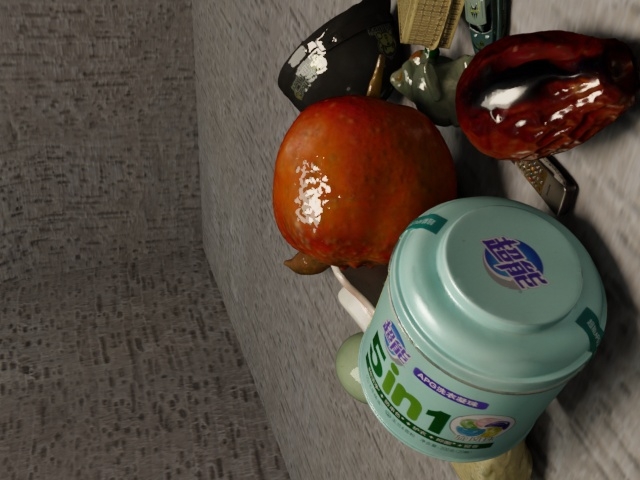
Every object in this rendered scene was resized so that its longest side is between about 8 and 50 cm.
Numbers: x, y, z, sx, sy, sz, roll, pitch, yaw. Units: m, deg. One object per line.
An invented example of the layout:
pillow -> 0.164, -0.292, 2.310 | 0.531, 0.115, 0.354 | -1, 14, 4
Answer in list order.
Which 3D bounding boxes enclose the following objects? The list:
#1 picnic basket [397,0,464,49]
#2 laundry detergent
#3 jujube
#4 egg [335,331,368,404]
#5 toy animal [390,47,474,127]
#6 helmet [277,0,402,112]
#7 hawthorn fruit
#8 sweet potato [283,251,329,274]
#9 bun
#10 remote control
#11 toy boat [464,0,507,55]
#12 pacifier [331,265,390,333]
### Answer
picnic basket -> 0.167, -0.383, 1.312 | 0.115, 0.079, 0.164 | 103, 172, -49
laundry detergent -> 0.215, 0.112, 1.167 | 0.305, 0.287, 0.287 | 103, 152, -54
jujube -> 0.274, -0.182, 1.043 | 0.236, 0.168, 0.168 | -7, 93, 56
egg -> 0.111, 0.274, 1.836 | 0.192, 0.149, 0.149 | -149, 51, -60
toy animal -> 0.171, -0.254, 1.403 | 0.236, 0.108, 0.138 | -157, 57, -71
helmet -> 0.060, -0.311, 1.584 | 0.279, 0.230, 0.160 | -38, 80, 46
hawthorn fruit -> 0.073, -0.117, 1.311 | 0.287, 0.287, 0.331 | -149, 63, -68
sweet potato -> 0.011, 0.010, 2.119 | 0.106, 0.095, 0.354 | 35, 145, -3
bun -> 0.267, 0.312, 1.399 | 0.237, 0.116, 0.210 | 108, 137, -73
remote control -> 0.296, -0.119, 1.215 | 0.059, 0.028, 0.212 | 91, 161, -44
toy boat -> 0.240, -0.319, 1.236 | 0.055, 0.060, 0.141 | 21, 129, 42
pacifier -> 0.149, 0.090, 1.490 | 0.332, 0.220, 0.273 | 52, 154, 15
